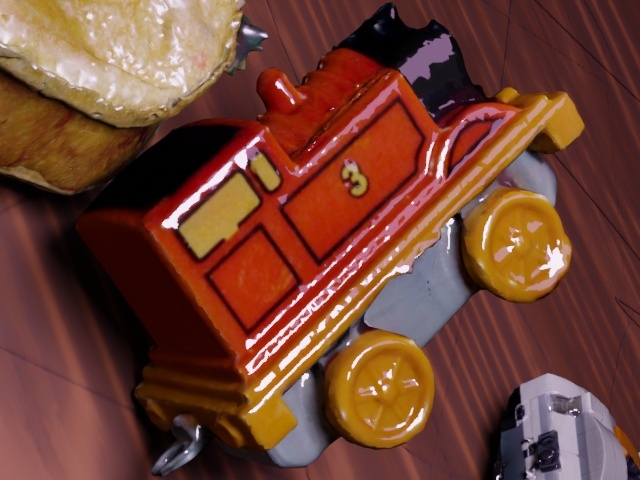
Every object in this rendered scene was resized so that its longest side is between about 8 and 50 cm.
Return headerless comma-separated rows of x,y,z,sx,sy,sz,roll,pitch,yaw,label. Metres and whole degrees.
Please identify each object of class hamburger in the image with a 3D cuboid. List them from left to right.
-0.186,-0.142,1.179,0.309,0.132,0.211,25,65,-36,hamburger

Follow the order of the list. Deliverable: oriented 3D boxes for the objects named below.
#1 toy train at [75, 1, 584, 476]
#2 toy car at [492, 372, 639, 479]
0.000,0.000,1.212,0.369,0.163,0.231,-44,114,-23,toy train
0.253,0.238,1.554,0.301,0.118,0.193,37,38,-35,toy car
